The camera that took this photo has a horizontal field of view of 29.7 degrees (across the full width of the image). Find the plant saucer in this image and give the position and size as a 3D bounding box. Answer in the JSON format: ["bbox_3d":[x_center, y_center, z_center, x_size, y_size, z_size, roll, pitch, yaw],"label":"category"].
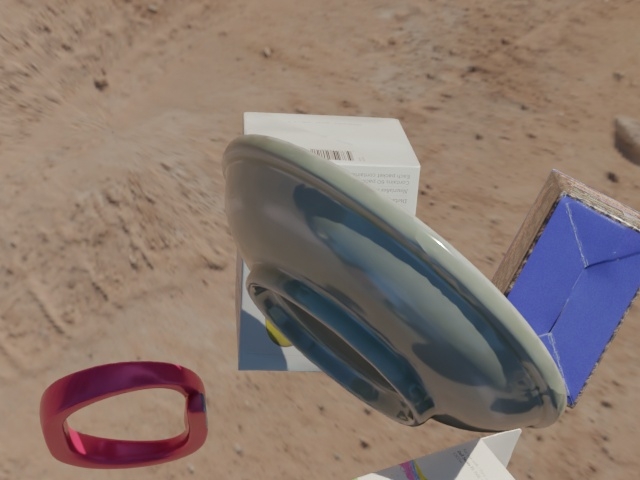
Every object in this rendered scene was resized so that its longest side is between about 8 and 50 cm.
[{"bbox_3d":[0.039,0.070,1.131,0.400,0.400,0.100,43,75,-11],"label":"plant saucer"}]

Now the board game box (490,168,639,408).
[{"bbox_3d":[0.313,0.051,1.563,0.141,0.291,0.232,28,101,4],"label":"board game box"}]

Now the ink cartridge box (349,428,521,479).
[{"bbox_3d":[0.149,0.405,1.674,0.353,0.119,0.207,-13,134,-29],"label":"ink cartridge box"}]

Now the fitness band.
[{"bbox_3d":[-0.250,0.227,1.546,0.209,0.291,0.054,-4,63,-8],"label":"fitness band"}]

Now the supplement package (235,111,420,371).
[{"bbox_3d":[0.000,0.000,1.462,0.199,0.198,0.263,2,112,-5],"label":"supplement package"}]
